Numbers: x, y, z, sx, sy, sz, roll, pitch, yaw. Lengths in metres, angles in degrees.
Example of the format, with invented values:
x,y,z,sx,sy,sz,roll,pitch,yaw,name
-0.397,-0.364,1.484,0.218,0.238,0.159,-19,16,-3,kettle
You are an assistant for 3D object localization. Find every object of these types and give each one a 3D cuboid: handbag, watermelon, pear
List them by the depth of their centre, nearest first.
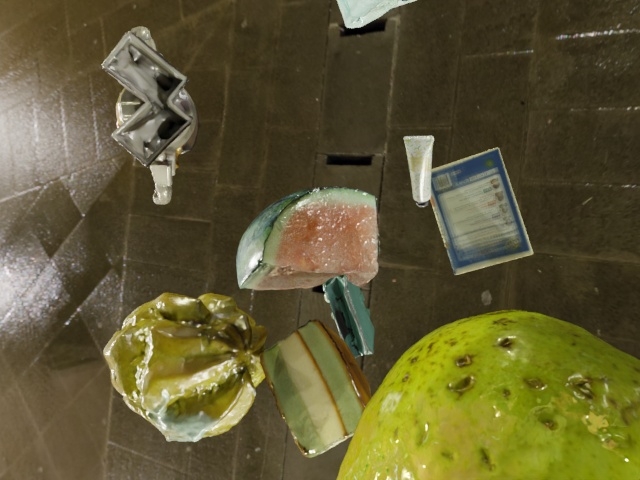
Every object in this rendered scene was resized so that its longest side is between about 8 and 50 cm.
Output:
x,y,z,sx,sy,sz,roll,pitch,yaw,name
0.198,0.277,0.433,0.391,0.391,0.390,-1,88,24,pear
0.000,0.000,0.761,0.226,0.318,0.148,48,132,7,watermelon
0.087,0.220,1.346,0.100,0.274,0.268,-19,98,10,handbag

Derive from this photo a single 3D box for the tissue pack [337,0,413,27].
x,y,z,sx,sy,sz,roll,pitch,yaw,name
0.082,-0.383,0.262,0.287,0.162,0.388,-28,104,-18,tissue pack

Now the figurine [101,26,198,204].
x,y,z,sx,sy,sz,roll,pitch,yaw,name
-0.290,-0.216,0.748,0.143,0.308,0.308,11,94,-15,figurine

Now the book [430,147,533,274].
x,y,z,sx,sy,sz,roll,pitch,yaw,name
0.453,-0.082,1.229,0.228,0.018,0.322,-17,88,13,book

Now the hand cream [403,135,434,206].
x,y,z,sx,sy,sz,roll,pitch,yaw,name
0.235,-0.160,0.995,0.067,0.194,0.042,8,49,25,hand cream

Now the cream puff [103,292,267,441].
x,y,z,sx,sy,sz,roll,pitch,yaw,name
-0.266,0.252,0.962,0.378,0.378,0.275,48,120,18,cream puff

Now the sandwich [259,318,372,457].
x,y,z,sx,sy,sz,roll,pitch,yaw,name
0.018,0.305,0.839,0.155,0.198,0.227,-33,51,2,sandwich
